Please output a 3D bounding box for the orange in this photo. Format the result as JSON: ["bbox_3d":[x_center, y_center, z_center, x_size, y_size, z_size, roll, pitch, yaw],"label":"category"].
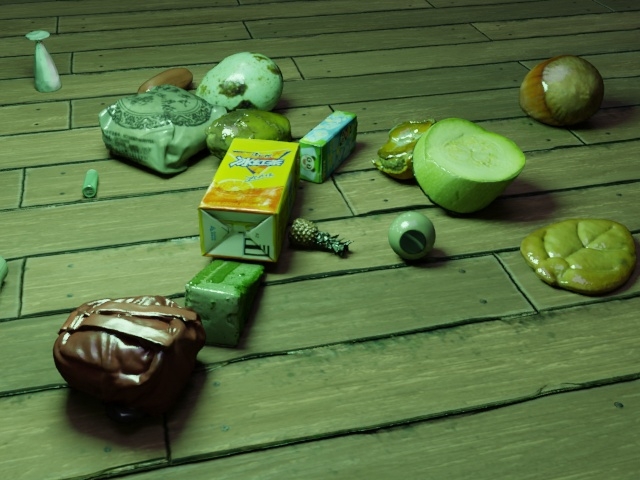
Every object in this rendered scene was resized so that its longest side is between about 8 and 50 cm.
[{"bbox_3d":[0.203,-0.199,1.765,0.169,0.112,0.160,-34,29,18],"label":"orange"}]

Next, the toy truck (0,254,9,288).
[{"bbox_3d":[-0.604,0.090,1.352,0.088,0.074,0.202,8,32,-5],"label":"toy truck"}]

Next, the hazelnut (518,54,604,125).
[{"bbox_3d":[0.609,-0.381,2.000,0.214,0.177,0.214,1,4,0],"label":"hazelnut"}]

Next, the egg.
[{"bbox_3d":[-0.206,-0.387,1.996,0.231,0.169,0.169,-19,37,-12],"label":"egg"}]

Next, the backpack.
[{"bbox_3d":[-0.293,0.158,1.182,0.229,0.139,0.229,3,33,-2],"label":"backpack"}]

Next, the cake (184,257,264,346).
[{"bbox_3d":[-0.161,0.069,1.362,0.100,0.099,0.235,7,33,7],"label":"cake"}]

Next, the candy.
[{"bbox_3d":[0.019,-0.218,1.804,0.062,0.097,0.194,16,36,21],"label":"candy"}]

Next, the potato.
[{"bbox_3d":[-0.160,-0.251,1.825,0.149,0.113,0.251,21,33,36],"label":"potato"}]

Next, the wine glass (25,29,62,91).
[{"bbox_3d":[-0.761,-0.490,2.154,0.073,0.155,0.073,1,37,0],"label":"wine glass"}]

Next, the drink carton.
[{"bbox_3d":[-0.135,-0.093,1.576,0.154,0.111,0.351,5,29,4],"label":"drink carton"}]

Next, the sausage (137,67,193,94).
[{"bbox_3d":[-0.421,-0.422,2.132,0.077,0.077,0.194,17,37,23],"label":"sausage"}]

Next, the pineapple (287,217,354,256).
[{"bbox_3d":[0.000,0.000,1.525,0.124,0.058,0.058,23,37,8],"label":"pineapple"}]

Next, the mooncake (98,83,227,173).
[{"bbox_3d":[-0.374,-0.272,1.847,0.254,0.136,0.250,17,33,23],"label":"mooncake"}]

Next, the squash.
[{"bbox_3d":[0.300,-0.172,1.636,0.220,0.133,0.220,7,59,-12],"label":"squash"}]

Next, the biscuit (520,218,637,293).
[{"bbox_3d":[0.503,0.019,1.501,0.260,0.041,0.203,-26,41,-32],"label":"biscuit"}]

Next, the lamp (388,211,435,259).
[{"bbox_3d":[0.177,-0.023,1.531,0.090,0.091,0.163,3,19,4],"label":"lamp"}]

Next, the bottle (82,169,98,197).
[{"bbox_3d":[-0.501,-0.126,1.713,0.030,0.030,0.083,-4,33,-7],"label":"bottle"}]
